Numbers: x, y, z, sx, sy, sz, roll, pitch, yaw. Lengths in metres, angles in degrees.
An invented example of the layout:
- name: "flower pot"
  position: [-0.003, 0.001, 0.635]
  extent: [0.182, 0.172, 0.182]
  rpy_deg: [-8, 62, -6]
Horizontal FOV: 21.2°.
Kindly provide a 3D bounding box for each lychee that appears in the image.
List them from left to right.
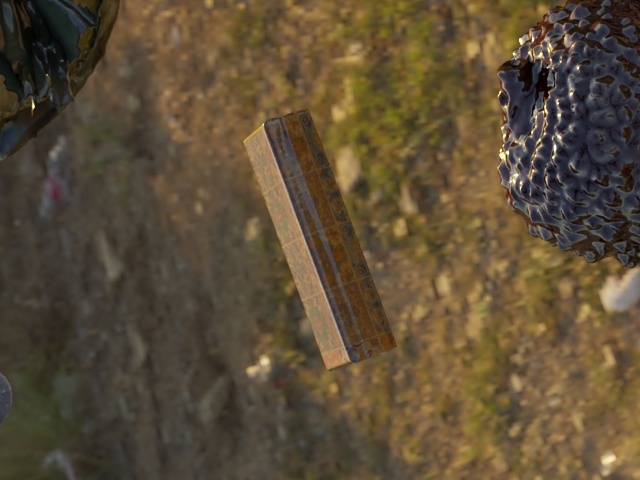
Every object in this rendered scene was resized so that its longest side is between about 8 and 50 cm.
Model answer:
- name: "lychee"
  position: [0.340, -0.126, 1.930]
  extent: [0.306, 0.330, 0.306]
  rpy_deg: [-164, 90, -73]

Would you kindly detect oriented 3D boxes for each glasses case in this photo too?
- name: "glasses case"
  position: [0.000, 0.000, 1.473]
  extent: [0.218, 0.049, 0.075]
  rpy_deg: [70, 161, 4]

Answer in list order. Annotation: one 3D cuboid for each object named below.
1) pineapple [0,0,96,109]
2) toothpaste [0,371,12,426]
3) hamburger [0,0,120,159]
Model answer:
- name: "pineapple"
  position: [-0.178, -0.224, 0.870]
  extent: [0.175, 0.175, 0.361]
  rpy_deg: [-28, 46, 46]
- name: "toothpaste"
  position: [-0.224, 0.018, 0.858]
  extent: [0.234, 0.089, 0.057]
  rpy_deg: [45, 140, 43]
- name: "hamburger"
  position: [-0.236, -0.222, 1.109]
  extent: [0.132, 0.211, 0.309]
  rpy_deg: [1, 129, 58]
